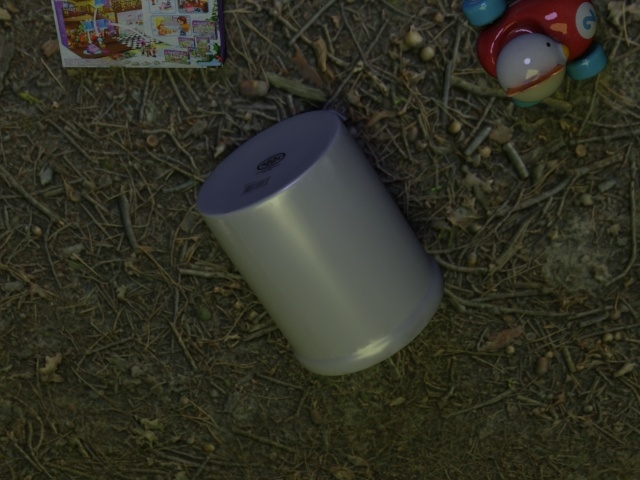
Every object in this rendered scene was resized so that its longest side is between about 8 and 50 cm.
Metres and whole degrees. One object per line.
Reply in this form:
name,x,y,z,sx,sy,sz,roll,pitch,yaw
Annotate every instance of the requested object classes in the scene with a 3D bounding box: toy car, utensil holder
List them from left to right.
utensil holder,0.000,0.000,1.860,0.327,0.327,0.385,-24,117,19
toy car,0.366,-0.309,1.664,0.210,0.238,0.219,-25,120,19

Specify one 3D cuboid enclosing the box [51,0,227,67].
box,-0.316,-0.403,1.752,0.293,0.057,0.201,1,126,3
